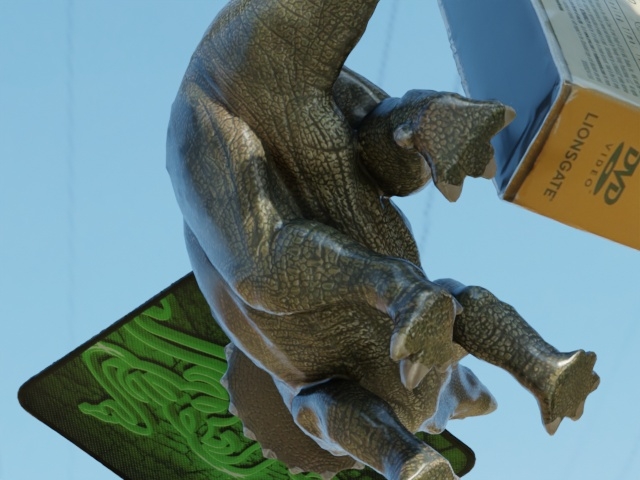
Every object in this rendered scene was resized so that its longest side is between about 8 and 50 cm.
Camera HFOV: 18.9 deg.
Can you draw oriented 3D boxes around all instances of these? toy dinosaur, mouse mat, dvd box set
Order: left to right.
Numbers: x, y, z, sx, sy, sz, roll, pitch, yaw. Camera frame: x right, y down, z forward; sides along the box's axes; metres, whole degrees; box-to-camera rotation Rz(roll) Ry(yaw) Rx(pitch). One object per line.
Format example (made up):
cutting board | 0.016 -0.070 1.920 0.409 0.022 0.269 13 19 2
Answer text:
mouse mat | -0.035 0.094 0.952 0.152 0.007 0.189 -33 -59 28
toy dinosaur | 0.000 0.000 0.658 0.121 0.160 0.313 -45 -45 -22
dvd box set | 0.258 -0.040 0.895 0.420 0.308 0.062 19 -64 -15
